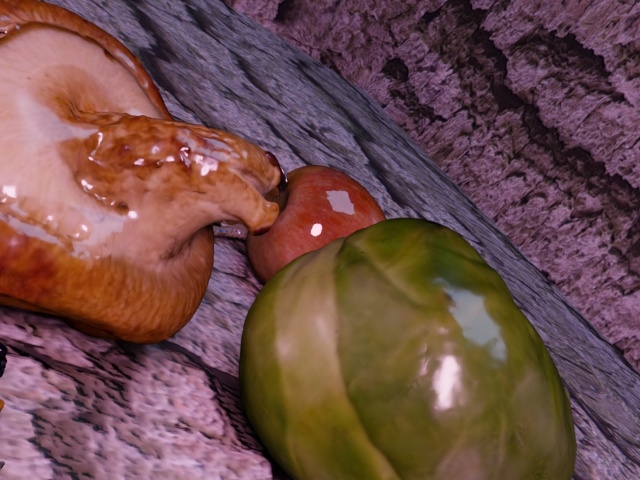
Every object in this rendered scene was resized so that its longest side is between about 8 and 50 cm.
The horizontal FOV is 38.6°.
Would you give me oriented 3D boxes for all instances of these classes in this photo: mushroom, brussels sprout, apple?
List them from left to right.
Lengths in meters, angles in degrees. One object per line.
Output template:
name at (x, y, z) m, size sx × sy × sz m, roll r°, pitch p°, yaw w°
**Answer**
mushroom at (-0.215, -0.075, 0.791) m, size 0.345 × 0.259 × 0.345 m, roll 34°, pitch 39°, yaw -34°
apple at (0.000, 0.000, 1.225) m, size 0.174 × 0.188 × 0.188 m, roll 40°, pitch 14°, yaw -25°
brussels sprout at (0.079, 0.123, 0.897) m, size 0.315 × 0.276 × 0.371 m, roll 32°, pitch 16°, yaw -32°

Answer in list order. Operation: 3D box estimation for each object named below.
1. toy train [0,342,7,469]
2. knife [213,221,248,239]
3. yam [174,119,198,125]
toy train at (-0.277, 0.059, 0.543) m, size 0.227 × 0.136 × 0.091 m, roll 34°, pitch 16°, yaw -7°
knife at (-0.069, 0.002, 1.349) m, size 0.365 × 0.043 × 0.089 m, roll 27°, pitch 52°, yaw -42°
yam at (-0.243, -0.120, 1.173) m, size 0.106 × 0.106 × 0.259 m, roll 45°, pitch 18°, yaw 22°
